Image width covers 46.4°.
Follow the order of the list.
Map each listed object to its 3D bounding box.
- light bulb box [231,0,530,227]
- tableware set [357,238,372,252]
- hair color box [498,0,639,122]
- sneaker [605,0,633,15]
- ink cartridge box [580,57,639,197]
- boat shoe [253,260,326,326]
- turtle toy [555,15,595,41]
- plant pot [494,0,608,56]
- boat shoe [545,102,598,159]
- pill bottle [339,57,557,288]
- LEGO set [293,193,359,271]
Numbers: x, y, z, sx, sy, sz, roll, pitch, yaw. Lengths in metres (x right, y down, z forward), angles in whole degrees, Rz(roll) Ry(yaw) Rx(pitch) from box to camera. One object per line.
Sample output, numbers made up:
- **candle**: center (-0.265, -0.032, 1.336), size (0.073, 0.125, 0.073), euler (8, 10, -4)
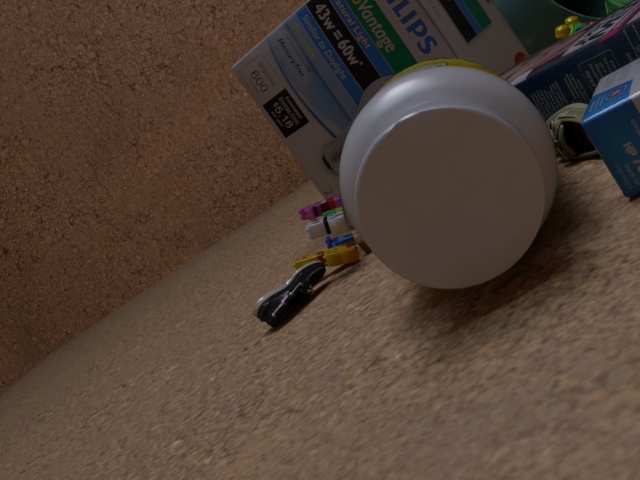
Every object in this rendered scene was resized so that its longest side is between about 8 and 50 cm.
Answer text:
- **light bulb box**: center (0.116, -0.268, 1.245), size (0.361, 0.358, 0.225), euler (-28, 12, 43)
- **tableware set**: center (0.118, -0.034, 1.058), size (0.154, 0.024, 0.104), euler (-37, 8, -16)
- **hair color box**: center (0.315, -0.189, 0.897), size (0.174, 0.105, 0.347), euler (-39, 8, -30)
- **sneaker**: center (0.575, -0.432, 1.205), size (0.109, 0.123, 0.296), euler (-39, 10, -30)
- **ink cartridge box**: center (0.321, -0.129, 0.599), size (0.191, 0.082, 0.139), euler (-27, 11, 36)
- **boat shoe**: center (-0.033, 0.071, 0.999), size (0.125, 0.038, 0.046), euler (-33, -36, -34)
- **turtle toy**: center (0.467, -0.349, 1.318), size (0.066, 0.095, 0.130), euler (3, 33, 40)
- **plant pot**: center (0.479, -0.515, 1.566), size (0.293, 0.293, 0.235), euler (-38, -6, -24)
- **boat shoe**: center (0.275, -0.111, 0.786), size (0.048, 0.056, 0.153), euler (-32, 15, -14)
- **pill bottle**: center (0.119, -0.074, 0.711), size (0.188, 0.188, 0.334), euler (-32, 9, 16)
- **LEGO set**: center (0.000, 0.000, 1.092), size (0.093, 0.087, 0.227), euler (-19, 9, 3)
